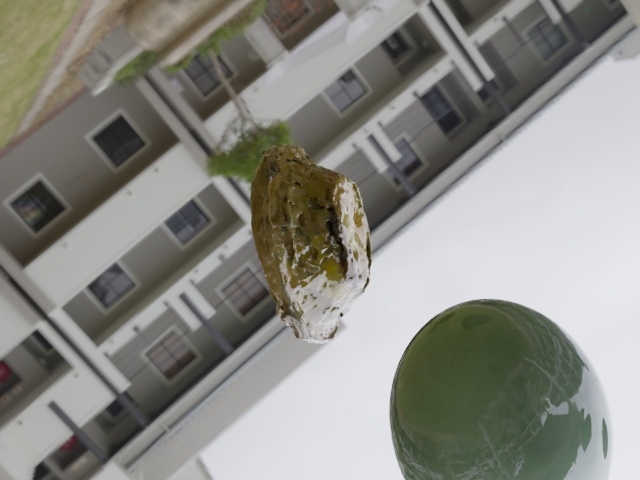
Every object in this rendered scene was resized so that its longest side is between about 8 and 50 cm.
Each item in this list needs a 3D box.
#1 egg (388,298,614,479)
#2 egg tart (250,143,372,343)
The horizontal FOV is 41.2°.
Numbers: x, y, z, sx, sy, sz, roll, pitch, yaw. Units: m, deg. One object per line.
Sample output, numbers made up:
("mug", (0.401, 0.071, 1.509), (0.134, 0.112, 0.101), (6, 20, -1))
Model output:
("egg", (0.124, 0.132, 0.587), (0.149, 0.192, 0.149), (-18, -160, 7))
("egg tart", (0.001, -0.001, 1.332), (0.129, 0.341, 0.341), (-10, -157, 14))
